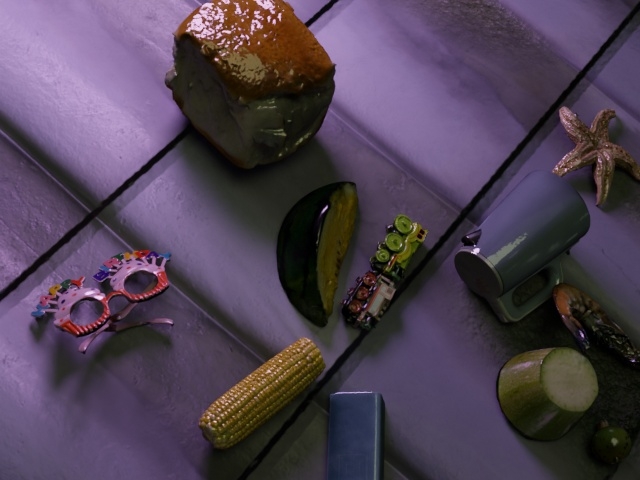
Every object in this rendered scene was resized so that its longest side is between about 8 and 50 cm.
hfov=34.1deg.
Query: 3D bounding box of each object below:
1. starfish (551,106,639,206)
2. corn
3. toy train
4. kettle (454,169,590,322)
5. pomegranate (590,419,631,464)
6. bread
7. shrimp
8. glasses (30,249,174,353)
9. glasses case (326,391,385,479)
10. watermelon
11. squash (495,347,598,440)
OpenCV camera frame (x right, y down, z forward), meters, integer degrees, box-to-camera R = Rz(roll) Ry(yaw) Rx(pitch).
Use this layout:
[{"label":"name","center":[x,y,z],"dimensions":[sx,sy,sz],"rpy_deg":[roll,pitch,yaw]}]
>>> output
[{"label":"starfish","center":[0.576,-0.182,2.178],"dimensions":[0.236,0.062,0.277],"rpy_deg":[45,56,2]},{"label":"corn","center":[-0.095,0.255,1.730],"dimensions":[0.248,0.081,0.081],"rpy_deg":[-35,77,-29]},{"label":"toy train","center":[0.116,0.060,1.909],"dimensions":[0.085,0.053,0.250],"rpy_deg":[34,60,-4]},{"label":"kettle","center":[0.384,0.021,1.973],"dimensions":[0.243,0.160,0.211],"rpy_deg":[-40,110,-23]},{"label":"pomegranate","center":[0.514,0.362,1.868],"dimensions":[0.073,0.073,0.084],"rpy_deg":[-27,38,-26]},{"label":"bread","center":[-0.125,-0.290,1.917],"dimensions":[0.279,0.225,0.250],"rpy_deg":[47,56,9]},{"label":"shrimp","center":[0.518,0.190,1.914],"dimensions":[0.262,0.051,0.198],"rpy_deg":[44,28,-3]},{"label":"glasses","center":[-0.350,0.099,1.751],"dimensions":[0.255,0.095,0.162],"rpy_deg":[-26,46,-25]},{"label":"glasses case","center":[0.063,0.383,1.726],"dimensions":[0.105,0.056,0.266],"rpy_deg":[9,61,-13]},{"label":"watermelon","center":[0.000,0.000,1.899],"dimensions":[0.129,0.123,0.301],"rpy_deg":[39,53,-33]},{"label":"squash","center":[0.411,0.266,1.858],"dimensions":[0.170,0.123,0.170],"rpy_deg":[8,65,-18]}]
